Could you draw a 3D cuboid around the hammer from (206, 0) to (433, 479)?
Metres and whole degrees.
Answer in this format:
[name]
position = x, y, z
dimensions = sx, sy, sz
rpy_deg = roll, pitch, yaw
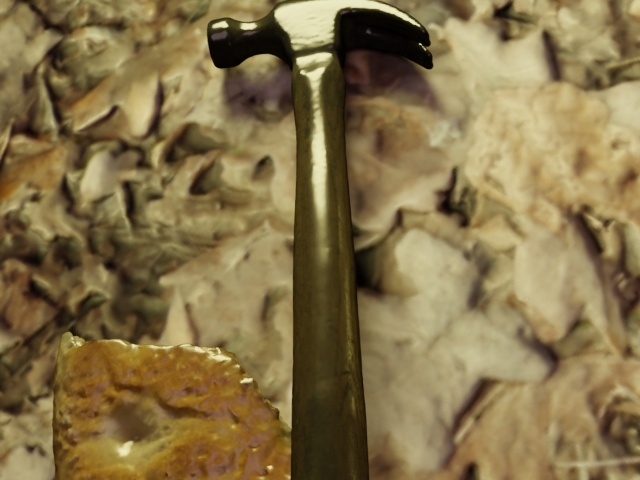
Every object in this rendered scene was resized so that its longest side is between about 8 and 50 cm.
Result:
[hammer]
position = 0.000, 0.000, 1.070
dimensions = 0.168, 0.044, 0.440
rpy_deg = -8, 52, 9

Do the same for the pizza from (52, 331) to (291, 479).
[pizza]
position = -0.063, 0.185, 1.017
dimensions = 0.182, 0.074, 0.365
rpy_deg = -40, 61, -6
